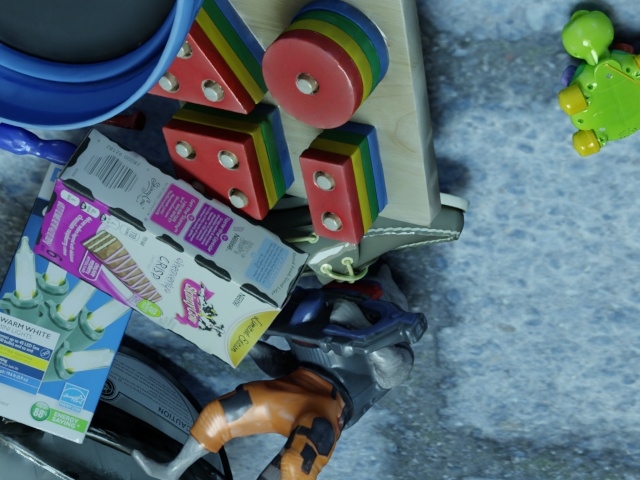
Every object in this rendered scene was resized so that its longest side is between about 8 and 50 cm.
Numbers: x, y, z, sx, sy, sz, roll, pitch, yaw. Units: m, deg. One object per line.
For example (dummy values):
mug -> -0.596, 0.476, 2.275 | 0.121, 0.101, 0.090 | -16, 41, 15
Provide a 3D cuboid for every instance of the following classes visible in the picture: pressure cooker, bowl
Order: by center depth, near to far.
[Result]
bowl -> -0.260, -0.274, 1.127 | 0.391, 0.077, 0.391 | 16, 131, 20
pressure cooker -> -0.302, 0.321, 1.640 | 0.370, 0.375, 0.420 | -8, 156, -46

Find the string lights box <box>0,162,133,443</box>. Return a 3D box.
string lights box -> -0.261, 0.063, 1.444 | 0.133, 0.259, 0.077 | 21, 172, -8

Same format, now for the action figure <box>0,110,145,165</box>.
action figure -> -0.321, -0.119, 1.350 | 0.280, 0.139, 0.091 | 13, 96, 3

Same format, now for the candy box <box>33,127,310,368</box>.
candy box -> -0.145, 0.012, 1.326 | 0.233, 0.071, 0.159 | 30, 148, -4

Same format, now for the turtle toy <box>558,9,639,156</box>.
turtle toy -> 0.247, -0.140, 1.221 | 0.095, 0.066, 0.130 | -24, 128, 5

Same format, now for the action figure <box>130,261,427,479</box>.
action figure -> -0.038, 0.150, 1.469 | 0.341, 0.330, 0.178 | 16, 145, 49

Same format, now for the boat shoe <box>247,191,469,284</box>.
boat shoe -> 0.002, 0.001, 1.402 | 0.305, 0.091, 0.109 | -4, 166, 22

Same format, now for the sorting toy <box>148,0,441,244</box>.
sorting toy -> -0.040, -0.121, 1.230 | 0.257, 0.089, 0.255 | 14, 136, 27
